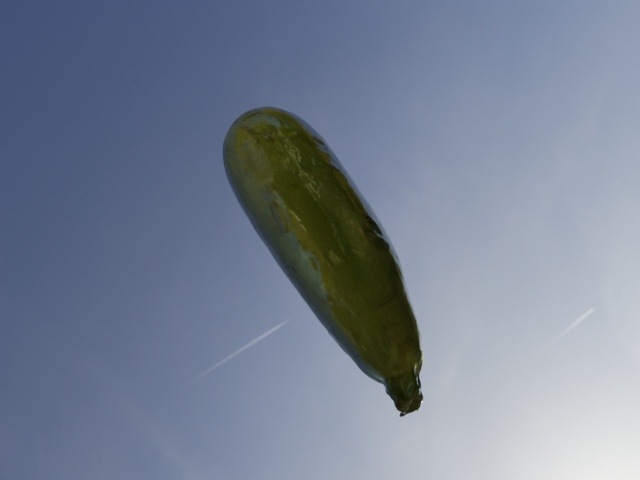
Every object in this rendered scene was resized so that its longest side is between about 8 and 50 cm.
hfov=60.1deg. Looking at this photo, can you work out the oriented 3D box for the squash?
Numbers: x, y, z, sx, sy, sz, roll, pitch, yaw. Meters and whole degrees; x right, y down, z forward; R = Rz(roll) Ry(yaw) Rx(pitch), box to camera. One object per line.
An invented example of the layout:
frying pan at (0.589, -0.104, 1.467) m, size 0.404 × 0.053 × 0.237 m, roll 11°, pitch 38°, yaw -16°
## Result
squash at (0.005, -0.006, 0.552) m, size 0.118 × 0.371 × 0.118 m, roll -23°, pitch -34°, yaw -16°
